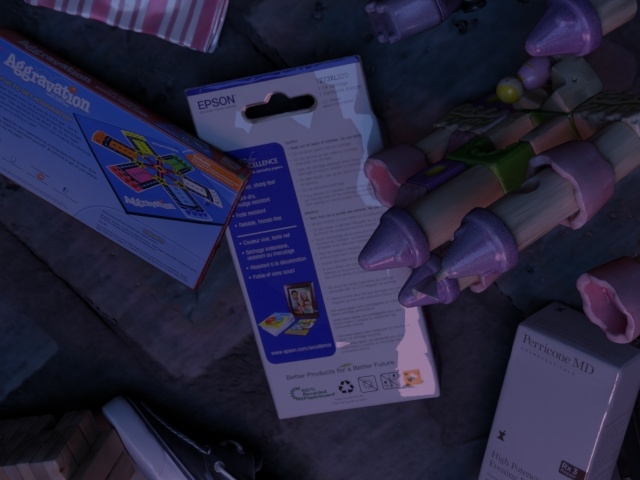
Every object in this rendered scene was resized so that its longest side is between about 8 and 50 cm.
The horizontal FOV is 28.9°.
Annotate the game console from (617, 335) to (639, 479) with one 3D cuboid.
[{"bbox_3d":[0.386,0.251,1.310,0.213,0.044,0.361,-13,111,11],"label":"game console"}]

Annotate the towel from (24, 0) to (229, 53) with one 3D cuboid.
[{"bbox_3d":[-0.178,-0.267,1.167,0.197,0.029,0.144,16,113,1],"label":"towel"}]

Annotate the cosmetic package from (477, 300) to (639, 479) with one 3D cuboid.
[{"bbox_3d":[0.240,0.192,1.257,0.117,0.085,0.231,24,119,31],"label":"cosmetic package"}]

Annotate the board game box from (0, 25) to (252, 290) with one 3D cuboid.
[{"bbox_3d":[-0.215,-0.079,1.216,0.281,0.027,0.145,31,124,5],"label":"board game box"}]

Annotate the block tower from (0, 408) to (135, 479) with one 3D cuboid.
[{"bbox_3d":[-0.374,0.259,1.353,0.335,0.097,0.091,-10,115,23],"label":"block tower"}]

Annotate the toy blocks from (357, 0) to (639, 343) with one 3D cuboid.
[{"bbox_3d":[0.119,-0.060,1.039,0.260,0.288,0.309,-31,110,-17],"label":"toy blocks"}]

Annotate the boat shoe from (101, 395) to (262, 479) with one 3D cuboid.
[{"bbox_3d":[-0.108,0.266,1.351,0.301,0.108,0.102,44,72,7],"label":"boat shoe"}]

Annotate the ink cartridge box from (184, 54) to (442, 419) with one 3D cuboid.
[{"bbox_3d":[0.000,0.000,1.239,0.176,0.069,0.371,-10,114,12],"label":"ink cartridge box"}]
